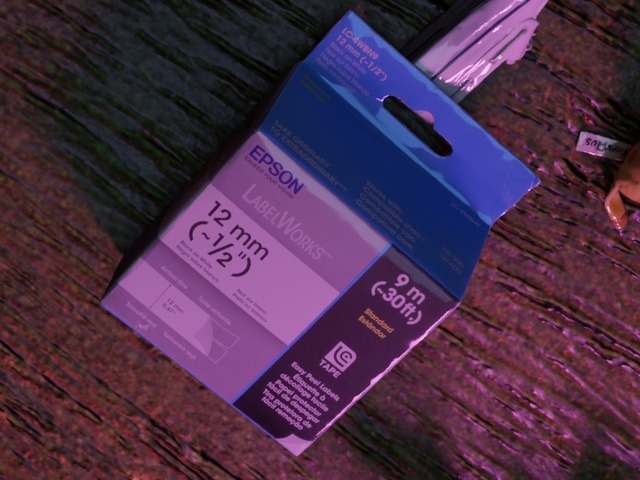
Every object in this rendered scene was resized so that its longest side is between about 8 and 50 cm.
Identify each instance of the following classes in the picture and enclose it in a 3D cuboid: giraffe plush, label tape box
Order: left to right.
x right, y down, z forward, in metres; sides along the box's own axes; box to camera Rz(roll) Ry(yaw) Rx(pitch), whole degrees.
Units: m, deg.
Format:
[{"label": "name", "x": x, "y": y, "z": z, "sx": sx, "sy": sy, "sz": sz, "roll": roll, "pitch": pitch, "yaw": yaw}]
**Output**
[{"label": "label tape box", "x": 0.000, "y": 0.000, "z": 1.167, "sx": 0.249, "sy": 0.115, "sz": 0.347, "roll": 40, "pitch": 112, "yaw": -12}, {"label": "giraffe plush", "x": 0.360, "y": -0.066, "z": 1.155, "sx": 0.210, "sy": 0.170, "sz": 0.181, "roll": -3, "pitch": 106, "yaw": -1}]

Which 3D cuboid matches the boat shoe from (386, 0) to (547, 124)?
[{"label": "boat shoe", "x": 0.163, "y": -0.200, "z": 1.168, "sx": 0.226, "sy": 0.083, "sz": 0.076, "roll": -37, "pitch": 114, "yaw": 20}]
